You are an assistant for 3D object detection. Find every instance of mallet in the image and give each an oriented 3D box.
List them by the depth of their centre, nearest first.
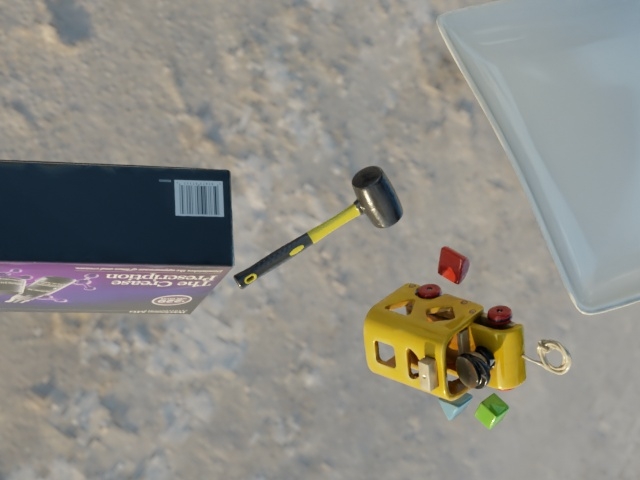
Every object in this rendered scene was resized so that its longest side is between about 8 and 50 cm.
[{"bbox_3d":[0.000,0.000,1.606,0.189,0.039,0.062,-37,125,4],"label":"mallet"}]

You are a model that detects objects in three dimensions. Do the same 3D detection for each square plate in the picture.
[{"bbox_3d":[0.325,-0.109,1.533,0.344,0.347,0.049,-15,155,-18],"label":"square plate"}]

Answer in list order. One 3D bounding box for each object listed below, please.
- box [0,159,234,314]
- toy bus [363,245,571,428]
[{"bbox_3d":[-0.229,0.001,1.470,0.261,0.184,0.103,1,75,-17],"label":"box"},{"bbox_3d":[0.143,0.125,1.737,0.104,0.191,0.202,-32,170,-39],"label":"toy bus"}]
